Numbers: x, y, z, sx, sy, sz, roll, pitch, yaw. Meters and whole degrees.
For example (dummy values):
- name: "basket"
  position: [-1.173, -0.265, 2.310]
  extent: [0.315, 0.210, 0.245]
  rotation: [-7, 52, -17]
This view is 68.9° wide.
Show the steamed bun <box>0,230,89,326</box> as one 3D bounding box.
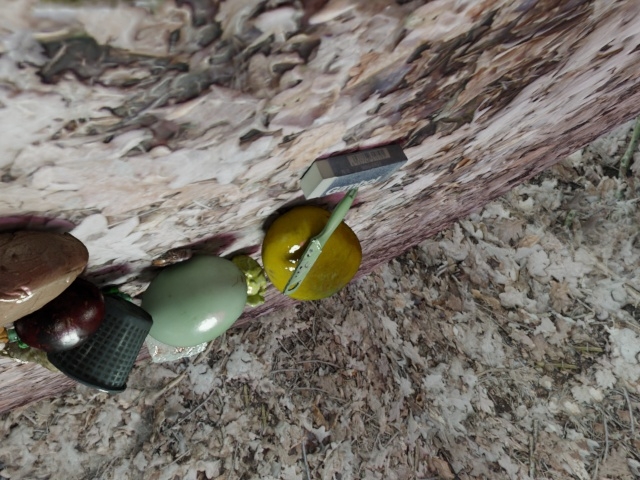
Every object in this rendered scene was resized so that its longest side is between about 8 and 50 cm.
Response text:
- name: "steamed bun"
  position: [-0.429, 0.047, 0.656]
  extent: [0.145, 0.106, 0.175]
  rotation: [-35, 179, 25]

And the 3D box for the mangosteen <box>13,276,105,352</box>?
- name: "mangosteen"
  position: [-0.474, 0.123, 0.847]
  extent: [0.152, 0.152, 0.152]
  rotation: [-23, 169, -5]

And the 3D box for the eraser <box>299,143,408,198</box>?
- name: "eraser"
  position: [0.068, -0.140, 0.939]
  extent: [0.212, 0.046, 0.092]
  rotation: [-17, 167, -31]

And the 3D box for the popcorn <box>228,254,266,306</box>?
- name: "popcorn"
  position: [-0.219, 0.107, 1.274]
  extent: [0.141, 0.162, 0.135]
  rotation: [-4, 153, -9]

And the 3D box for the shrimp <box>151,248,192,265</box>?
- name: "shrimp"
  position: [-0.324, 0.038, 1.009]
  extent: [0.092, 0.029, 0.038]
  rotation: [-20, 170, -1]

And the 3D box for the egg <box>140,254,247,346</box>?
- name: "egg"
  position: [-0.298, 0.142, 1.099]
  extent: [0.282, 0.203, 0.203]
  rotation: [-26, 169, 19]

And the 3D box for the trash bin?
- name: "trash bin"
  position: [-0.439, 0.203, 0.967]
  extent: [0.161, 0.175, 0.175]
  rotation: [-59, 172, -8]

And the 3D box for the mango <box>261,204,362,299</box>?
- name: "mango"
  position: [-0.022, 0.033, 1.176]
  extent: [0.253, 0.182, 0.365]
  rotation: [-27, 157, -3]

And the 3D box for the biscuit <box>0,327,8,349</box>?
- name: "biscuit"
  position: [-0.769, 0.233, 0.968]
  extent: [0.324, 0.049, 0.205]
  rotation: [-31, 166, 24]

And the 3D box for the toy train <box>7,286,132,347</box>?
- name: "toy train"
  position: [-0.558, 0.176, 1.057]
  extent: [0.251, 0.085, 0.119]
  rotation: [-15, 172, -29]

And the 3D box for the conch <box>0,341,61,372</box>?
- name: "conch"
  position: [-0.674, 0.274, 1.132]
  extent: [0.207, 0.130, 0.155]
  rotation: [1, 124, -18]

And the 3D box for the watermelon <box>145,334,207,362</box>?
- name: "watermelon"
  position: [-0.387, 0.229, 1.339]
  extent: [0.213, 0.201, 0.262]
  rotation: [-14, 172, -7]

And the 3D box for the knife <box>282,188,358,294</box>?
- name: "knife"
  position: [-0.001, -0.001, 1.023]
  extent: [0.043, 0.020, 0.293]
  rotation: [25, 101, -43]
